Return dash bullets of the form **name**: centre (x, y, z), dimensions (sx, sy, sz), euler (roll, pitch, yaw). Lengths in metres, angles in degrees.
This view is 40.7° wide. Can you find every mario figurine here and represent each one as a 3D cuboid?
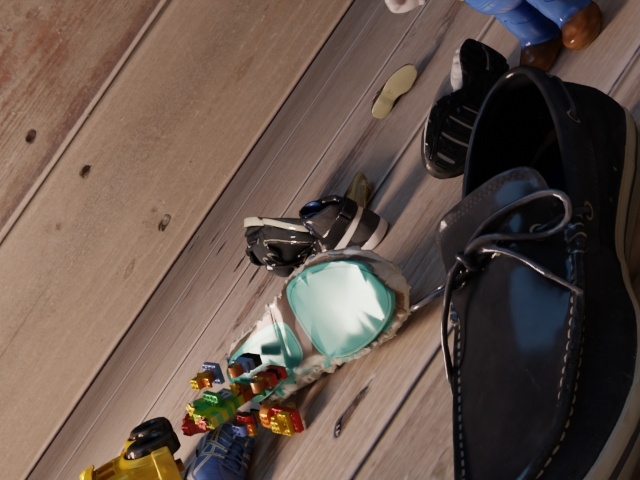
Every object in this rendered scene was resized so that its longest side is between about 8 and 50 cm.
- **mario figurine**: centre (0.193, -0.326, 1.099), dimensions (0.198, 0.321, 0.170), euler (-49, 15, 26)

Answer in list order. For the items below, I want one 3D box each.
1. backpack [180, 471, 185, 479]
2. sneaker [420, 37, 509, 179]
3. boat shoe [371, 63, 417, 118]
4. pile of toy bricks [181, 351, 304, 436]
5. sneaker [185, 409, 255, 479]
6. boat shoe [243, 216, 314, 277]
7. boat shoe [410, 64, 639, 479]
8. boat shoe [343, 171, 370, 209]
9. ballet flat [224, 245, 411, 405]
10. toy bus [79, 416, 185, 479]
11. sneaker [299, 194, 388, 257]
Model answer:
- **backpack**: centre (-0.288, 0.421, 1.459), dimensions (0.114, 0.084, 0.105), euler (-31, 30, 52)
- **sneaker**: centre (0.199, -0.171, 1.223), dimensions (0.108, 0.100, 0.271), euler (-61, 3, 47)
- **boat shoe**: centre (0.148, -0.310, 1.754), dimensions (0.133, 0.049, 0.042), euler (-52, 22, 29)
- **pile of toy bricks**: centre (-0.132, 0.228, 1.185), dimensions (0.212, 0.118, 0.105), euler (-1, 21, 45)
- **sneaker**: centre (-0.139, 0.309, 1.237), dimensions (0.081, 0.080, 0.211), euler (-55, 15, 8)
- **boat shoe**: centre (-0.074, 0.013, 1.640), dimensions (0.340, 0.127, 0.113), euler (-176, 91, -65)
- **boat shoe**: centre (0.171, 0.029, 0.725), dimensions (0.187, 0.156, 0.500), euler (-38, 24, 45)
- **boat shoe**: centre (0.066, -0.072, 1.519), dimensions (0.056, 0.048, 0.153), euler (-62, 3, 27)
- **ballet flat**: centre (0.004, 0.102, 1.164), dimensions (0.409, 0.147, 0.147), euler (-37, 23, 48)
- **toy bus**: centre (-0.293, 0.378, 1.279), dimensions (0.212, 0.149, 0.220), euler (-22, 7, -13)
- **sneaker**: centre (0.000, 0.000, 1.394), dimensions (0.217, 0.121, 0.079), euler (-44, 17, 38)
